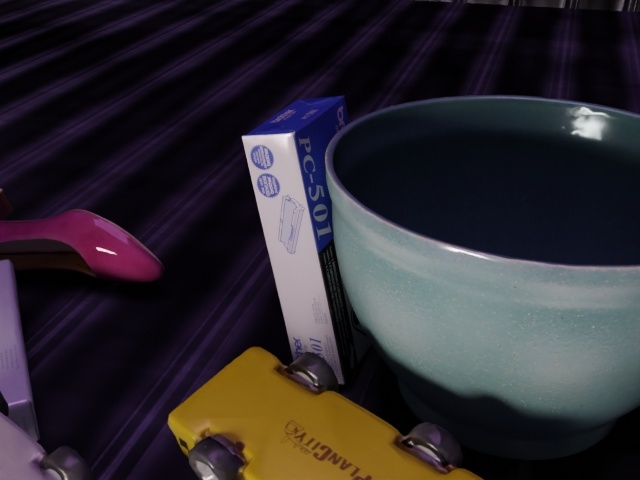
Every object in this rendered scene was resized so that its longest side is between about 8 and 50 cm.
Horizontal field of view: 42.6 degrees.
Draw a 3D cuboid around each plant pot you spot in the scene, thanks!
[{"bbox_3d":[0.148,0.032,0.604,0.293,0.196,0.293,1,27,0],"label":"plant pot"}]

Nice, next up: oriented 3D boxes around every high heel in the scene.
[{"bbox_3d":[-0.274,0.022,0.776,0.244,0.082,0.117,20,60,10],"label":"high heel"}]

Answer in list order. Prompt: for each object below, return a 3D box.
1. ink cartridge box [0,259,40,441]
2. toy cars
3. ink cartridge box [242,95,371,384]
[{"bbox_3d":[-0.341,0.101,0.626,0.223,0.045,0.223,-10,30,-19],"label":"ink cartridge box"},{"bbox_3d":[-0.100,0.154,0.489,0.393,0.087,0.176,-3,37,1],"label":"toy cars"},{"bbox_3d":[0.000,0.000,0.649,0.046,0.207,0.097,-1,24,26],"label":"ink cartridge box"}]
